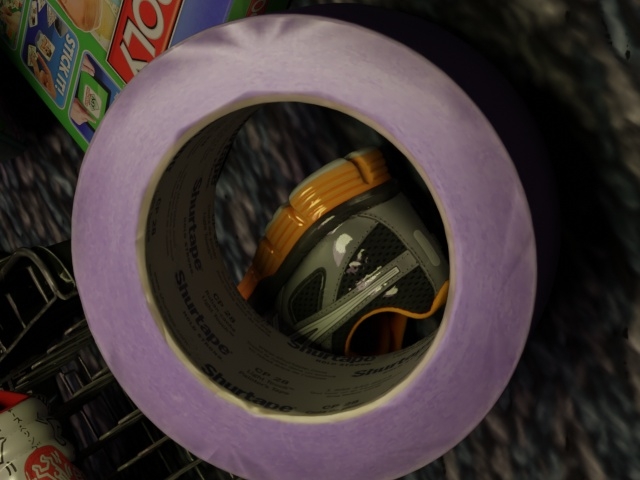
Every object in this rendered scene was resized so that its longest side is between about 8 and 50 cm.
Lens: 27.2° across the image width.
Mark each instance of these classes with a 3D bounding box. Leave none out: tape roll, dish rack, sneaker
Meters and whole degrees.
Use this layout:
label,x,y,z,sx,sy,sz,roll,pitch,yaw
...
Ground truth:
label,x,y,z,sx,sy,sz,roll,pitch,yaw
tape roll,0.000,0.000,0.540,0.189,0.080,0.189,4,103,16
dish rack,-0.124,0.137,0.862,0.271,0.074,0.208,58,145,5
sneaker,-0.226,0.180,0.884,0.270,0.090,0.145,-27,92,51
sneaker,-0.005,0.050,0.654,0.083,0.084,0.215,46,140,14

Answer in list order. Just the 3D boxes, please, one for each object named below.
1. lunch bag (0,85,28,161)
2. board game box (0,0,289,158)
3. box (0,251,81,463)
label,x,y,z,sx,sy,sz,roll,pitch,yaw
lunch bag,-0.283,-0.151,0.789,0.224,0.107,0.279,139,105,-85
board game box,-0.096,-0.179,0.651,0.213,0.046,0.317,50,142,18
box,-0.277,0.098,1.022,0.147,0.077,0.180,9,119,49
